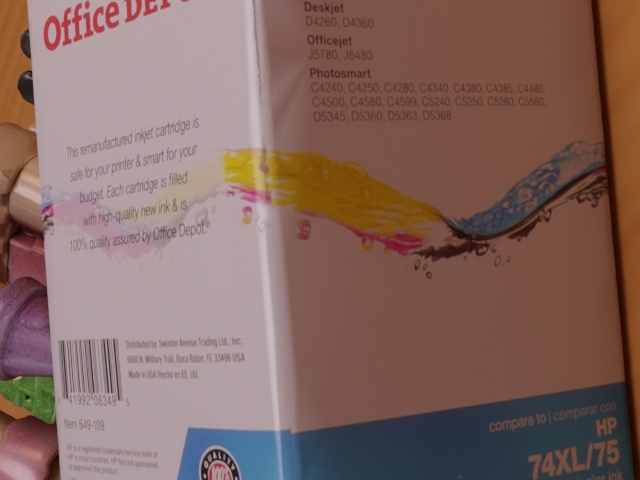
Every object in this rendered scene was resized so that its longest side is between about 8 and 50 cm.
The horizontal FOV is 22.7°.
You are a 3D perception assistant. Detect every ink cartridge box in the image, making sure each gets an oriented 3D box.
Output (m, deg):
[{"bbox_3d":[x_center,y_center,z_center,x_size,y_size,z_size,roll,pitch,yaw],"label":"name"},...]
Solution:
[{"bbox_3d":[0.000,0.000,0.740,0.198,0.197,0.270,-6,88,54],"label":"ink cartridge box"}]

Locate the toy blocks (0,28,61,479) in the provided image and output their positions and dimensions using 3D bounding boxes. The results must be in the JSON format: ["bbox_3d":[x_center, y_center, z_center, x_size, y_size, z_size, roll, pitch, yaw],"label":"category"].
[{"bbox_3d":[-0.130,0.063,0.950,0.260,0.309,0.288,22,128,16],"label":"toy blocks"}]
